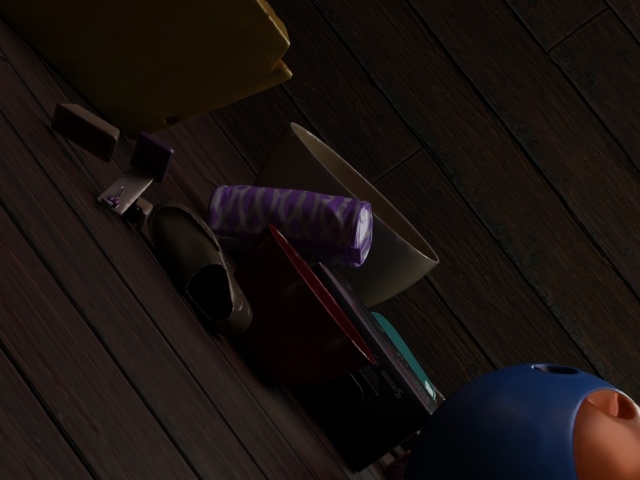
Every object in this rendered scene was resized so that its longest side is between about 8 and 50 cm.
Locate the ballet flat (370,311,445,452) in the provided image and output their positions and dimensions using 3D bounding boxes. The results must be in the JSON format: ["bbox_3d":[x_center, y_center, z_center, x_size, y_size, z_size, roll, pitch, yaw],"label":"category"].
[{"bbox_3d":[0.123,0.251,1.859,0.342,0.124,0.116,49,37,2],"label":"ballet flat"}]

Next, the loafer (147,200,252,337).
[{"bbox_3d":[-0.113,0.023,1.333,0.148,0.056,0.050,53,-4,7],"label":"loafer"}]

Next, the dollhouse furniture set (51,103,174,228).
[{"bbox_3d":[-0.208,-0.058,1.271,0.114,0.091,0.081,31,42,7],"label":"dollhouse furniture set"}]

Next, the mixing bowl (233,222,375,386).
[{"bbox_3d":[-0.036,0.081,1.448,0.181,0.098,0.181,53,2,-2],"label":"mixing bowl"}]

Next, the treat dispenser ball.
[{"bbox_3d":[0.228,0.272,1.476,0.288,0.288,0.288,53,2,-3],"label":"treat dispenser ball"}]

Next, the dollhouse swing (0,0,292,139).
[{"bbox_3d":[-0.244,-0.342,1.646,0.347,0.315,0.305,48,26,-58],"label":"dollhouse swing"}]

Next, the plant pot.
[{"bbox_3d":[0.000,0.000,1.989,0.284,0.191,0.284,42,9,-8],"label":"plant pot"}]

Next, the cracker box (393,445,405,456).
[{"bbox_3d":[0.081,0.221,2.056,0.232,0.067,0.156,52,1,-41],"label":"cracker box"}]

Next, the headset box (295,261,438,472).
[{"bbox_3d":[0.032,0.146,1.662,0.218,0.110,0.293,54,3,8],"label":"headset box"}]

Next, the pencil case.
[{"bbox_3d":[-0.040,-0.017,1.677,0.088,0.206,0.086,-56,146,-59],"label":"pencil case"}]

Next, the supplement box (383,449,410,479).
[{"bbox_3d":[0.116,0.307,1.761,0.055,0.043,0.083,53,3,-19],"label":"supplement box"}]
